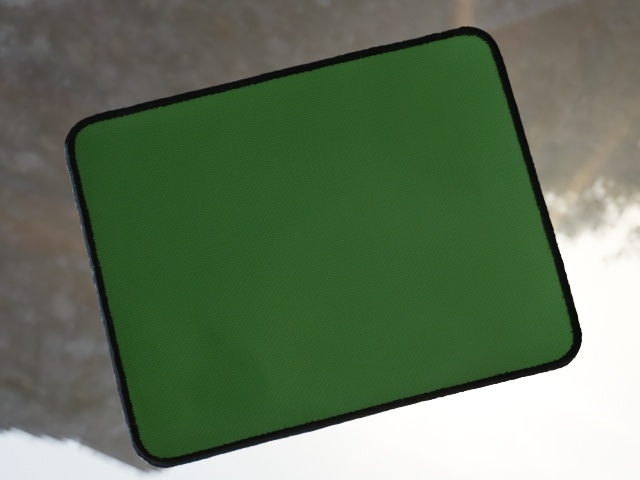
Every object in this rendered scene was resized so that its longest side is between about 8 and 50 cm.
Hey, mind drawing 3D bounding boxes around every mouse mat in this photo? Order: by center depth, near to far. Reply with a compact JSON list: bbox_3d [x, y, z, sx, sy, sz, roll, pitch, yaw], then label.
[{"bbox_3d":[0.000,0.000,0.716,0.189,0.153,0.007,-13,167,-4],"label":"mouse mat"}]
